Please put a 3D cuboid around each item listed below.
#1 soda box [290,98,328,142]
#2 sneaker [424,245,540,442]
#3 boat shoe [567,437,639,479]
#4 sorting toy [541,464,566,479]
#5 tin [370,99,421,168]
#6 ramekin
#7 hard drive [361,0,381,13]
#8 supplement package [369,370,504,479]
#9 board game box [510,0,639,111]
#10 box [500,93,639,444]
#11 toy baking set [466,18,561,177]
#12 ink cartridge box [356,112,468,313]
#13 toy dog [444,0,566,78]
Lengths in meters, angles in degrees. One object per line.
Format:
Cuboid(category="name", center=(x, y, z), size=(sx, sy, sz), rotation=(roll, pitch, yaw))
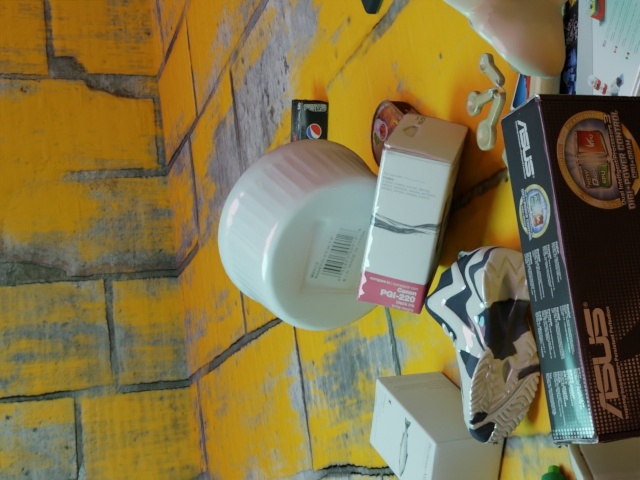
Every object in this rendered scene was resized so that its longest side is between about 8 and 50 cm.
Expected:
Cuboid(category="soda box", center=(-0.023, -0.173, 1.706), size=(0.060, 0.053, 0.168), rotation=(-150, 60, -66))
Cuboid(category="sneaker", center=(0.192, 0.118, 1.147), size=(0.153, 0.094, 0.235), rotation=(-156, 61, -73))
Cuboid(category="boat shoe", center=(0.274, 0.289, 0.804), size=(0.340, 0.127, 0.113), rotation=(-82, -16, -68))
Cuboid(category="sorting toy", center=(0.212, 0.379, 1.151), size=(0.365, 0.127, 0.126), rotation=(118, 173, -48))
Cuboid(category="tin", center=(0.125, -0.136, 1.360), size=(0.189, 0.040, 0.106), rotation=(-124, 41, -53))
Cuboid(category="ramekin", center=(0.000, 0.000, 1.386), size=(0.135, 0.277, 0.277), rotation=(40, 130, 52))
Cuboid(category="hard drive", center=(0.087, -0.433, 1.439), size=(0.135, 0.022, 0.094), rotation=(115, 145, -50))
Cuboid(category="supplement package", center=(0.151, 0.263, 1.241), size=(0.179, 0.105, 0.105), rotation=(-139, 51, -61))
Cuboid(category="board game box", center=(0.287, -0.233, 0.908), size=(0.193, 0.053, 0.305), rotation=(-123, 37, -54))
Cuboid(category="box", center=(0.271, 0.018, 0.754), size=(0.060, 0.216, 0.270), rotation=(147, 119, -65))
Cuboid(category="toy baking set", center=(0.204, -0.199, 1.013), size=(0.197, 0.030, 0.256), rotation=(-142, 53, -66))
Cuboid(category="ink cartridge box", center=(0.121, -0.038, 1.214), size=(0.158, 0.092, 0.217), rotation=(-56, -24, -61))
Cuboid(category="toy dog", center=(0.218, -0.394, 0.741), size=(0.408, 0.284, 0.395), rotation=(-52, -1, 37))
